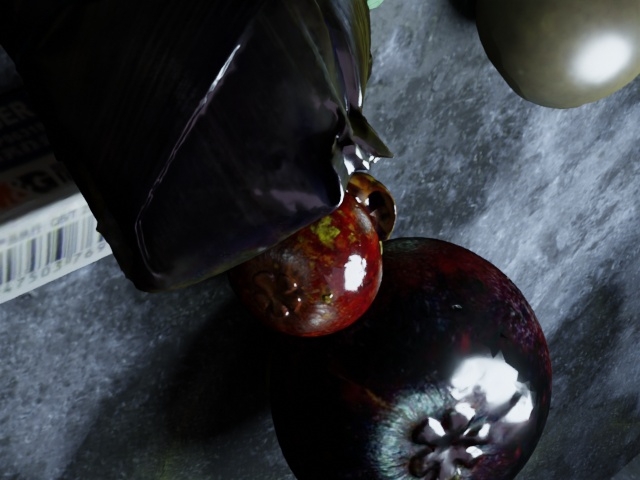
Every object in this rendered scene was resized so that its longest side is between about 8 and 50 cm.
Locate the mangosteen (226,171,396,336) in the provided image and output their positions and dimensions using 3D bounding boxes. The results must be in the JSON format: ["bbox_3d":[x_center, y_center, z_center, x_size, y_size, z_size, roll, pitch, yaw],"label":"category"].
[{"bbox_3d":[0.000,0.012,1.506,0.181,0.156,0.146,-20,101,-60],"label":"mangosteen"}]

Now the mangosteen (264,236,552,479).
[{"bbox_3d":[0.087,0.132,1.643,0.300,0.300,0.300,-33,150,-22],"label":"mangosteen"}]

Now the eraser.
[{"bbox_3d":[-0.235,-0.027,1.158,0.279,0.124,0.081,-26,146,-32],"label":"eraser"}]

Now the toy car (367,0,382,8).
[{"bbox_3d":[0.029,-0.247,1.288,0.093,0.058,0.186,-28,148,-25],"label":"toy car"}]

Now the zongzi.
[{"bbox_3d":[-0.124,-0.220,1.046,0.208,0.432,0.403,-31,-168,13],"label":"zongzi"}]

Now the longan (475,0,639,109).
[{"bbox_3d":[0.231,-0.209,1.498,0.189,0.189,0.189,-33,150,-22],"label":"longan"}]
